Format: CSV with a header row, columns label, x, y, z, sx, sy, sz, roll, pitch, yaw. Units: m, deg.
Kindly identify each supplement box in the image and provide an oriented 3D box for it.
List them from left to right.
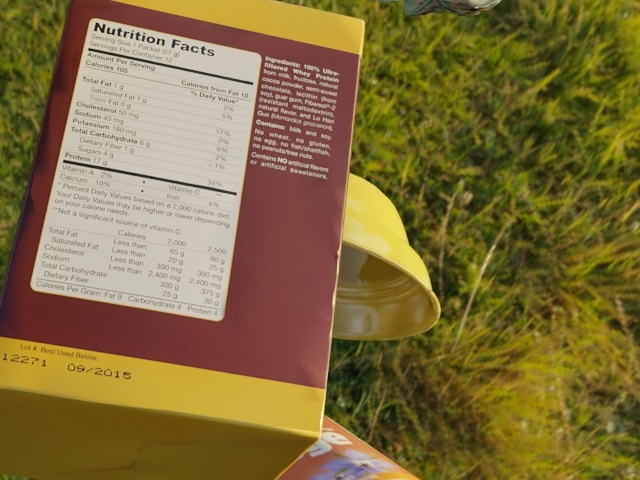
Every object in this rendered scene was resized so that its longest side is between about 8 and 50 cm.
label,x,y,z,sx,sy,sz,roll,pitch,yaw
supplement box,-0.071,0.010,0.519,0.129,0.191,0.194,11,66,-9

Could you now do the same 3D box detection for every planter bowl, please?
label,x,y,z,sx,sy,sz,roll,pitch,yaw
planter bowl,0.000,0.000,0.897,0.217,0.217,0.090,16,67,-3

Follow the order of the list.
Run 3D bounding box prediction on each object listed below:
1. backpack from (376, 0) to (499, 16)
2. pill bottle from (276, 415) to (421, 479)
label,x,y,z,sx,sy,sz,roll,pitch,yaw
backpack,0.122,-0.293,0.993,0.144,0.188,0.165,-5,96,-22
pill bottle,-0.011,0.180,0.720,0.121,0.216,0.121,-7,104,-29
